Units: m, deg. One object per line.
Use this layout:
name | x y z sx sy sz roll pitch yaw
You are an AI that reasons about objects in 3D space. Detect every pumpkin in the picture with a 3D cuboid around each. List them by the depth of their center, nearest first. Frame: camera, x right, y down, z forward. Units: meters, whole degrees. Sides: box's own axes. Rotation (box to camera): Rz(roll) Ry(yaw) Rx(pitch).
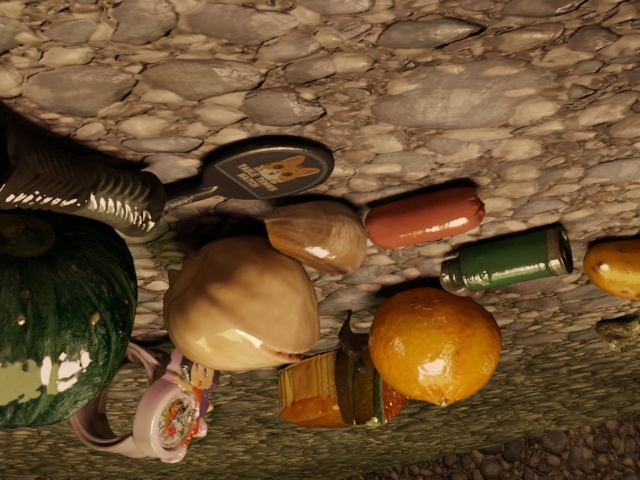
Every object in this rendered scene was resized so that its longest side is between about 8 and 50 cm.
pumpkin | -0.314 0.081 1.244 0.197 0.293 0.263 -1 117 -20

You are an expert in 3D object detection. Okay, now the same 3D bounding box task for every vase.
vase | -0.270 -0.060 1.122 0.115 0.115 0.237 -17 162 30
vase | 0.228 0.064 1.683 0.053 0.053 0.101 -14 163 23

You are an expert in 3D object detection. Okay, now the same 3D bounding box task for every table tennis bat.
table tennis bat | -0.098 -0.072 1.246 0.236 0.027 0.150 -14 159 18

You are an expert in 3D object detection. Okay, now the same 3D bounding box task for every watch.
watch | -0.322 0.275 1.951 0.231 0.244 0.196 9 168 31

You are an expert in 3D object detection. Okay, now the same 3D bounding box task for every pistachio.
pistachio | -0.097 0.092 1.461 0.193 0.214 0.318 -49 156 7

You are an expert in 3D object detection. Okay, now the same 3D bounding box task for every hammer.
hammer | 0.167 0.165 1.910 0.297 0.125 0.027 -6 145 -28

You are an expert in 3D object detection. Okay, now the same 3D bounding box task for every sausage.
sausage | 0.134 -0.029 1.370 0.154 0.062 0.062 -13 160 23

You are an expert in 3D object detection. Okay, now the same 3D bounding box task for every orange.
orange | 0.187 0.172 1.761 0.219 0.193 0.219 17 156 8

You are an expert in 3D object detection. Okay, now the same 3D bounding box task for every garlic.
garlic | 0.010 -0.001 1.395 0.101 0.086 0.195 2 168 22

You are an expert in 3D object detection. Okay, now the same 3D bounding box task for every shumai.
shumai | 0.597 0.176 2.118 0.080 0.082 0.083 -49 179 15

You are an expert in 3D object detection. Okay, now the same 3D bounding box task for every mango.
mango | 0.490 0.045 1.644 0.178 0.090 0.115 -1 149 -2

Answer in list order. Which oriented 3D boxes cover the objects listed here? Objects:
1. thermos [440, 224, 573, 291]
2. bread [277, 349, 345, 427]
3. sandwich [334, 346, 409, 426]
thermos | 0.270 0.027 1.575 0.188 0.083 0.073 -12 138 24
bread | 0.025 0.316 2.241 0.250 0.133 0.179 -19 153 33
sandwich | 0.114 0.287 2.097 0.160 0.184 0.109 23 151 -39
